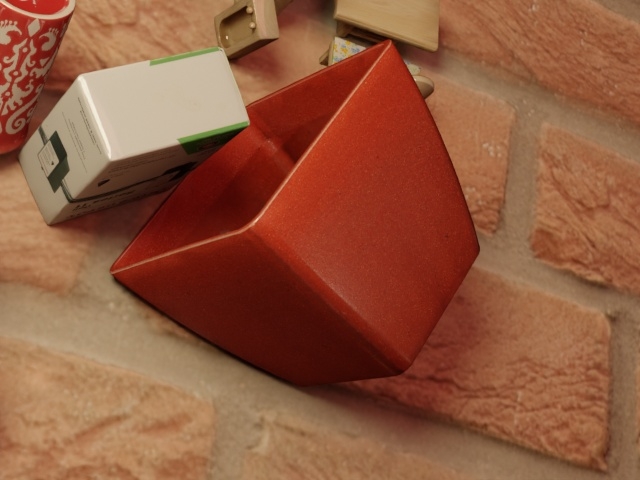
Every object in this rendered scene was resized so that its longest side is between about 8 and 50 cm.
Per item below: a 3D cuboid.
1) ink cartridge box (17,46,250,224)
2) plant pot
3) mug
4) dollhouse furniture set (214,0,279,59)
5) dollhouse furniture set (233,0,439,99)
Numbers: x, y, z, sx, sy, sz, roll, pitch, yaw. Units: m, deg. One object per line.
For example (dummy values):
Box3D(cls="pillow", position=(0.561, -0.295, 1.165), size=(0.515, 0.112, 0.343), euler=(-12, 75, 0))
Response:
Box3D(cls="ink cartridge box", position=(-0.186, -0.098, 1.155), size=(0.153, 0.208, 0.087), euler=(-19, 85, -32))
Box3D(cls="plant pot", position=(0.000, 0.000, 1.204), size=(0.236, 0.267, 0.267), euler=(48, 56, -20))
Box3D(cls="mug", position=(-0.316, -0.191, 1.127), size=(0.150, 0.169, 0.113), euler=(49, 39, 13))
Box3D(cls="dollhouse furniture set", position=(-0.140, -0.276, 1.300), size=(0.123, 0.144, 0.151), euler=(-10, 91, -26))
Box3D(cls="dollhouse furniture set", position=(0.044, -0.296, 1.380), size=(0.242, 0.161, 0.212), euler=(15, 65, -23))
